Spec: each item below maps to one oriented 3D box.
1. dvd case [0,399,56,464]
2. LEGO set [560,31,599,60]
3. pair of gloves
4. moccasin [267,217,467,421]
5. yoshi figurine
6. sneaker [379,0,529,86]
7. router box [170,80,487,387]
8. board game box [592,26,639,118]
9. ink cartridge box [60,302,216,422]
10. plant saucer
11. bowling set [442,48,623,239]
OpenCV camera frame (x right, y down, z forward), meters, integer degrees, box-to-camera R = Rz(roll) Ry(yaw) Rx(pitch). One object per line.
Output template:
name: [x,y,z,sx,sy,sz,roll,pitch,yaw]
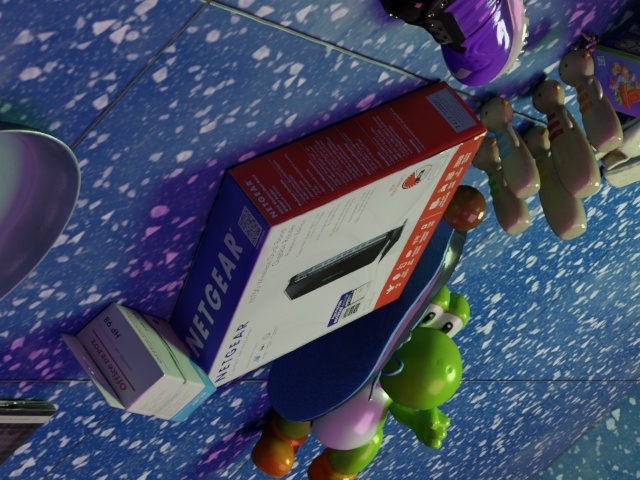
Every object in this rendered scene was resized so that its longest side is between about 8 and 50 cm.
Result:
dvd case: [-0.406,0.246,1.957,0.221,0.018,0.164,-43,158,17]
LEGO set: [0.313,-0.219,2.145,0.054,0.023,0.083,-40,159,6]
pair of gloves: [0.479,-0.135,2.492,0.204,0.042,0.240,-22,161,10]
moccasin: [0.075,0.105,2.285,0.342,0.138,0.117,-45,162,21]
yoshi figurine: [0.068,0.215,2.433,0.203,0.203,0.362,5,131,-52]
sneaker: [0.117,-0.236,1.699,0.146,0.102,0.293,-27,152,-17]
router box: [0.000,0.000,2.011,0.301,0.082,0.335,-25,156,-31]
board game box: [0.525,-0.190,2.122,0.233,0.347,0.078,-26,122,-31]
ink cartridge box: [-0.192,0.130,1.938,0.060,0.104,0.180,-41,160,8]
plant saucer: [-0.346,0.005,1.511,0.317,0.044,0.317,-33,159,-14]
bowling set: [0.224,-0.107,2.123,0.200,0.154,0.287,-12,154,-13]
